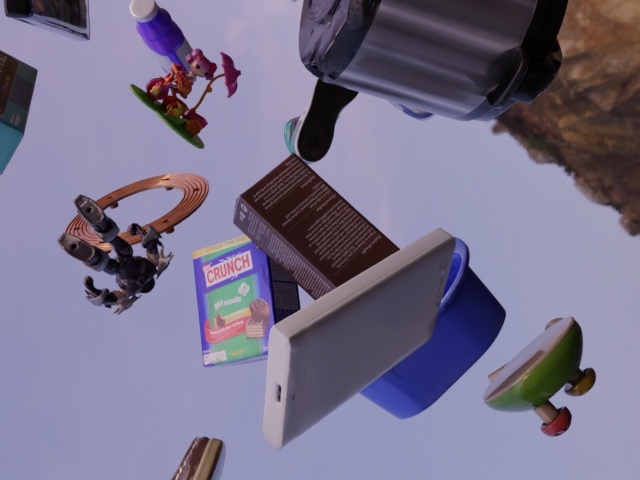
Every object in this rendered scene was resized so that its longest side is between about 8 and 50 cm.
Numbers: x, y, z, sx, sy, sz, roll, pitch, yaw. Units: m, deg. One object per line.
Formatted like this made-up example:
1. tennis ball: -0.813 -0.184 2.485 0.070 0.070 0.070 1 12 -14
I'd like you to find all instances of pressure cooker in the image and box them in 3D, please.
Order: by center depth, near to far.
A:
1. pressure cooker: 0.208 -0.400 1.202 0.420 0.375 0.370 13 -94 -18

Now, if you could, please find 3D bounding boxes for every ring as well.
1. ring: -0.406 -0.061 1.594 0.336 0.336 0.032 -52 -45 -47

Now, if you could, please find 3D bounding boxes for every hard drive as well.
1. hard drive: 0.055 0.125 0.946 0.307 0.040 0.203 -27 -41 -36

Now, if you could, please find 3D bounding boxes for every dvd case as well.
1. dvd case: -0.255 -0.290 0.670 0.253 0.022 0.180 -120 29 -77

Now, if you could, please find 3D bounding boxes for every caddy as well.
1. caddy: 0.158 0.146 1.275 0.179 0.341 0.241 41 -173 -16

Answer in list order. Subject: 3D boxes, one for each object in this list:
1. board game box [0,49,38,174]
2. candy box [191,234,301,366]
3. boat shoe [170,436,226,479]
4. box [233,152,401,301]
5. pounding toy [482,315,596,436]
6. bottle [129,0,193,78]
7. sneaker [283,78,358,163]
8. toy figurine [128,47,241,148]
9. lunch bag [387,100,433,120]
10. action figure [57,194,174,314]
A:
1. board game box: -0.575 -0.250 0.984 0.336 0.079 0.254 27 -158 -30
2. candy box: -0.191 0.153 1.865 0.122 0.268 0.317 12 -114 -52
3. boat shoe: -0.235 0.381 0.860 0.123 0.123 0.342 27 -106 7
4. box: 0.000 0.000 1.648 0.381 0.143 0.191 43 -118 10
5. pounding toy: 0.349 0.213 1.080 0.110 0.183 0.237 47 -169 10
6. bottle: -0.401 -0.518 1.837 0.118 0.092 0.283 39 172 21
7. sneaker: 0.001 -0.314 1.775 0.123 0.178 0.296 29 -102 -15
8. toy figurine: -0.224 -0.277 1.273 0.173 0.159 0.130 38 -170 -31
9. lunch bag: 0.184 -0.424 1.534 0.303 0.243 0.115 41 -166 6
10. action figure: -0.380 0.034 1.343 0.185 0.099 0.285 -60 -22 -18
